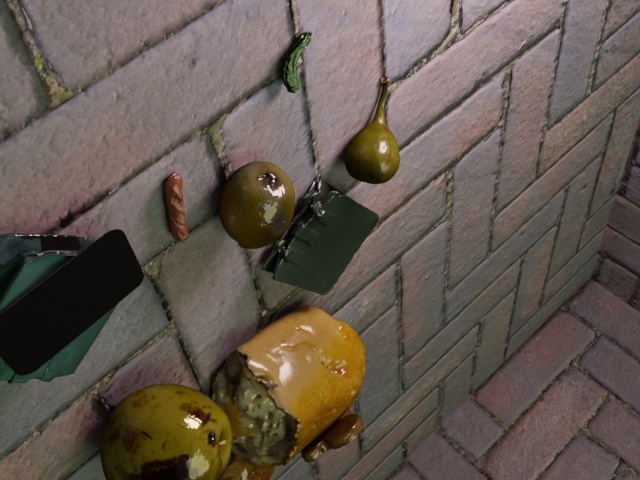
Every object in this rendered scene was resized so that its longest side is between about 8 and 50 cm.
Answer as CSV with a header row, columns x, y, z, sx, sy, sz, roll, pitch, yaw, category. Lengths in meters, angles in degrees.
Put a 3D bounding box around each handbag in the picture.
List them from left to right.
x,y,z,sx,sy,sz,roll,pitch,yaw,category
-0.471,0.109,1.362,0.268,0.100,0.274,3,122,-59,handbag
-0.001,-0.001,1.901,0.248,0.079,0.260,-55,150,6,handbag

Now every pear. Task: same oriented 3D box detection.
x,y,z,sx,sy,sz,roll,pitch,yaw,category
-0.327,0.444,1.747,0.283,0.283,0.284,-34,147,-27,pear

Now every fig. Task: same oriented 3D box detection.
x,y,z,sx,sy,sz,roll,pitch,yaw,category
0.121,-0.242,1.799,0.124,0.124,0.237,-5,104,-52,fig

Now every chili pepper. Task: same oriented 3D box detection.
x,y,z,sx,sy,sz,roll,pitch,yaw,category
-0.050,-0.331,1.508,0.055,0.035,0.118,-23,132,-60,chili pepper

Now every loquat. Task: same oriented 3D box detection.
x,y,z,sx,sy,sz,roll,pitch,yaw,category
-0.125,-0.063,1.598,0.152,0.152,0.195,-24,149,-38,loquat

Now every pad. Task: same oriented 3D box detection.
x,y,z,sx,sy,sz,roll,pitch,yaw,category
-0.409,0.103,1.334,0.267,0.004,0.181,-41,151,-21,pad

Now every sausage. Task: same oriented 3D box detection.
x,y,z,sx,sy,sz,roll,pitch,yaw,category
-0.266,-0.059,1.512,0.036,0.042,0.158,-2,135,-5,sausage

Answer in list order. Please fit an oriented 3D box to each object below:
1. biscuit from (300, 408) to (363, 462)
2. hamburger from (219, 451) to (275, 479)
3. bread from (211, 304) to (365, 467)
x,y,z,sx,sy,sz,roll,pitch,yaw,category
0.010,0.519,2.178,0.301,0.049,0.197,-24,-161,51,biscuit
-0.226,0.615,2.195,0.244,0.163,0.244,-35,146,-29,hamburger
-0.053,0.367,2.066,0.394,0.250,0.361,-27,144,-38,bread
